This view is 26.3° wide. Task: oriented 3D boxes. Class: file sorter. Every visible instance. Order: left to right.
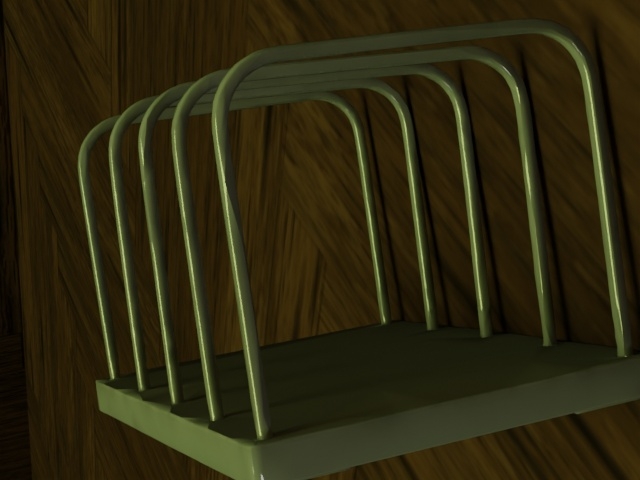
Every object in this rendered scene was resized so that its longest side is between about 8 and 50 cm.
[{"bbox_3d":[0.000,0.000,0.689,0.278,0.193,0.173,178,83,-68],"label":"file sorter"}]
